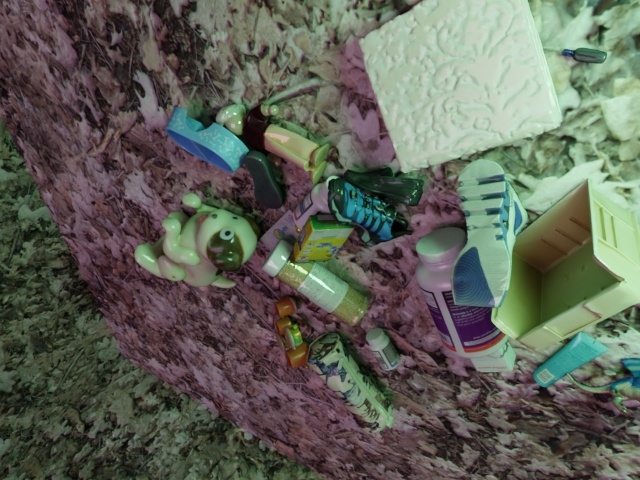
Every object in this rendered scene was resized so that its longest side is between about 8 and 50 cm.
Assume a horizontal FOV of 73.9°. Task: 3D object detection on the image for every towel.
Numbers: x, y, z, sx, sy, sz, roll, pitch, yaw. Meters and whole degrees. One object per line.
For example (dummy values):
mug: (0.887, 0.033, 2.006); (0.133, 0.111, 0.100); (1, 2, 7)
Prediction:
towel: (0.263, -0.324, 0.855); (0.331, 0.053, 0.317); (-12, 106, 40)

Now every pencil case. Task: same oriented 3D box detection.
pencil case: (0.118, 0.552, 1.641); (0.410, 0.160, 0.183); (53, 158, -11)

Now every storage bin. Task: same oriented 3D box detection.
storage bin: (0.497, 0.059, 0.877); (0.123, 0.260, 0.262); (33, 138, -1)

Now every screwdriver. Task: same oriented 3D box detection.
screwdriver: (0.429, -0.348, 0.779); (0.170, 0.025, 0.024); (27, 137, 29)

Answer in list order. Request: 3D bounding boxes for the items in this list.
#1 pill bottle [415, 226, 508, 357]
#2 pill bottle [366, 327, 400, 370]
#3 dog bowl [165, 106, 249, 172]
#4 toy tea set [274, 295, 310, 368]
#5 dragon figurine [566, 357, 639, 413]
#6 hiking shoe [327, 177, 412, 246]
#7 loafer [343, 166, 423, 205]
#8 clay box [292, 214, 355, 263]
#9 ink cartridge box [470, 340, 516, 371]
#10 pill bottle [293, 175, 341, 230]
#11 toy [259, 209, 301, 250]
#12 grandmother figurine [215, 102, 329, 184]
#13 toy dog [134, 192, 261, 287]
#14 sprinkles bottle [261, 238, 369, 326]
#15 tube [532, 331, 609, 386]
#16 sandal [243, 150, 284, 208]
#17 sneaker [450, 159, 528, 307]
pill bottle: (0.360, 0.133, 1.100); (0.181, 0.181, 0.323); (-7, 119, 40)
pill bottle: (0.217, 0.378, 1.486); (0.078, 0.078, 0.137); (-12, 115, 42)
dog bowl: (-0.348, -0.298, 1.292); (0.297, 0.074, 0.166); (29, 167, 22)
toy tea set: (-0.096, 0.365, 1.709); (0.200, 0.124, 0.336); (54, 153, 39)
dragon figurine: (0.777, 0.346, 1.033); (0.085, 0.144, 0.289); (55, 155, -14)
hiking shoe: (0.126, -0.084, 1.100); (0.132, 0.113, 0.304); (-12, 154, 29)
loafer: (0.162, -0.153, 1.104); (0.223, 0.076, 0.078); (23, 98, 30)
clay box: (0.000, 0.000, 1.246); (0.222, 0.127, 0.053); (124, 138, -57)
ink cartridge box: (0.482, 0.306, 1.239); (0.109, 0.063, 0.150); (-18, 112, 44)
pill bottle: (0.006, -0.102, 1.226); (0.108, 0.108, 0.180); (45, 138, -4)
toy: (-0.096, -0.014, 1.410); (0.137, 0.056, 0.237); (45, 145, -6)
grandmother figurine: (-0.144, -0.290, 1.189); (0.342, 0.104, 0.208); (27, 136, 14)
toy dog: (-0.403, 0.030, 1.518); (0.408, 0.284, 0.395); (-19, 111, 42)
sprinkles bottle: (-0.014, 0.140, 1.383); (0.355, 0.121, 0.121); (34, 139, -8)
tube: (0.656, 0.322, 1.137); (0.080, 0.052, 0.207); (29, 132, 3)
sandal: (-0.161, -0.182, 1.303); (0.097, 0.054, 0.254); (15, 150, 14)
sneaker: (0.389, -0.007, 0.939); (0.127, 0.182, 0.316); (2, 88, 44)
